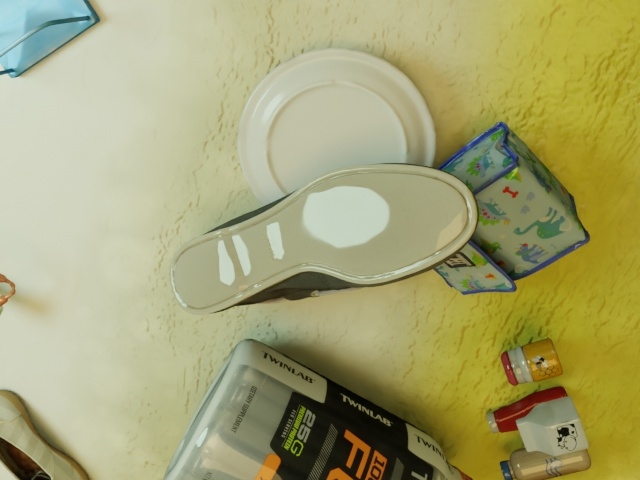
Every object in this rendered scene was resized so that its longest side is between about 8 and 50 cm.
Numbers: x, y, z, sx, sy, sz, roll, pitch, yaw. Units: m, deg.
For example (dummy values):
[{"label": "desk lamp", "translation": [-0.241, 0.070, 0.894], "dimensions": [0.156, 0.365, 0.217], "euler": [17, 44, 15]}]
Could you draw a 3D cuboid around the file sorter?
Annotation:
[{"label": "file sorter", "translation": [-0.323, -0.252, 0.622], "dimensions": [0.118, 0.104, 0.170], "euler": [-27, 106, 15]}]

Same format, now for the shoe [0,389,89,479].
[{"label": "shoe", "translation": [-0.381, 0.298, 0.870], "dimensions": [0.076, 0.058, 0.219], "euler": [-27, 106, 16]}]

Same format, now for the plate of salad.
[{"label": "plate of salad", "translation": [0.016, -0.096, 0.672], "dimensions": [0.200, 0.048, 0.200], "euler": [2, 116, 4]}]

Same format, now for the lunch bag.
[{"label": "lunch bag", "translation": [0.162, -0.018, 0.657], "dimensions": [0.151, 0.096, 0.129], "euler": [-35, 119, 30]}]

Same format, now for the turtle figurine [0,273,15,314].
[{"label": "turtle figurine", "translation": [-0.495, 0.056, 0.774], "dimensions": [0.269, 0.087, 0.217], "euler": [20, 120, -11]}]

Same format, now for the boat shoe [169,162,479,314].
[{"label": "boat shoe", "translation": [0.000, 0.000, 0.653], "dimensions": [0.335, 0.095, 0.112], "euler": [-16, 86, 28]}]

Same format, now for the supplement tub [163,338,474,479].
[{"label": "supplement tub", "translation": [0.005, 0.262, 0.739], "dimensions": [0.316, 0.193, 0.193], "euler": [29, 112, -6]}]

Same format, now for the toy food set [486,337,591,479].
[{"label": "toy food set", "translation": [0.232, 0.210, 0.734], "dimensions": [0.104, 0.111, 0.232], "euler": [-19, 111, 13]}]
